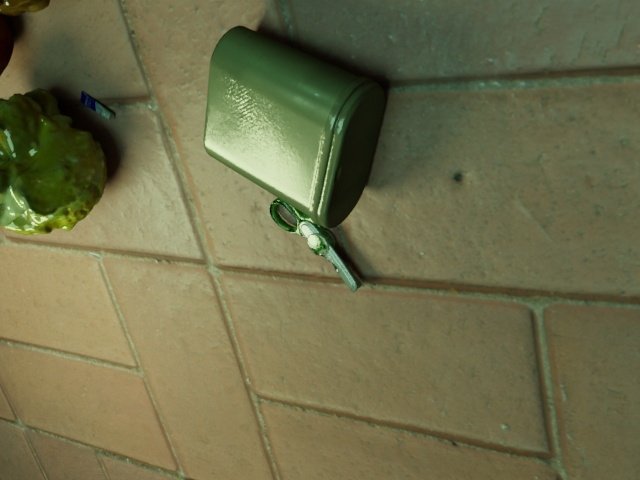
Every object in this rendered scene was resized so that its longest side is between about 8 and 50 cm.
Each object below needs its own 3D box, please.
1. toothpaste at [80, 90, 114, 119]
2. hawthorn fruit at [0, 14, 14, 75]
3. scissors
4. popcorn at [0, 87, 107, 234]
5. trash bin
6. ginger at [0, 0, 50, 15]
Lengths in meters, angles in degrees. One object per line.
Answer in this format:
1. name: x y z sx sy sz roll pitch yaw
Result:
1. toothpaste: -0.416 -0.248 1.500 0.083 0.015 0.024 35 126 20
2. hawthorn fruit: -0.665 -0.386 1.450 0.208 0.208 0.248 39 154 9
3. scissors: 0.000 0.000 1.344 0.204 0.027 0.101 50 138 1
4. popcorn: -0.542 -0.139 1.521 0.276 0.276 0.225 49 170 -1
5. trash bin: -0.046 -0.169 1.205 0.248 0.121 0.243 30 132 22
6. ginger: -0.492 -0.516 1.266 0.254 0.176 0.418 42 138 -4
